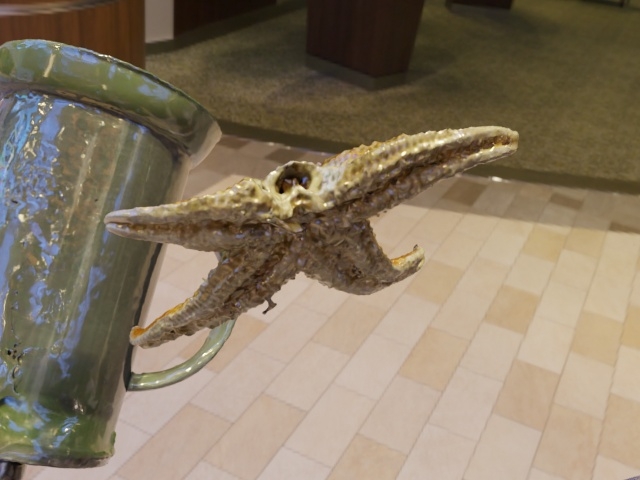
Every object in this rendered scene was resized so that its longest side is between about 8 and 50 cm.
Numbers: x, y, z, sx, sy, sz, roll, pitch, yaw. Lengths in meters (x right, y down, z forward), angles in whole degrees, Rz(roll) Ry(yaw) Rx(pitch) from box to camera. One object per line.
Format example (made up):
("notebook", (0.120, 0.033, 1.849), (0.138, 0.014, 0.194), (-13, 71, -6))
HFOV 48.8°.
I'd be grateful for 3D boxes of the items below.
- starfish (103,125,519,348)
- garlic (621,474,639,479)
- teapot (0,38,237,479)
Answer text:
("starfish", (0.001, 0.003, 0.419), (0.247, 0.138, 0.050), (-12, 56, -11))
("garlic", (0.207, 0.162, 0.391), (0.256, 0.207, 0.207), (38, 35, 5))
("teapot", (-0.202, 0.038, 0.608), (0.270, 0.337, 0.200), (20, -13, -24))
